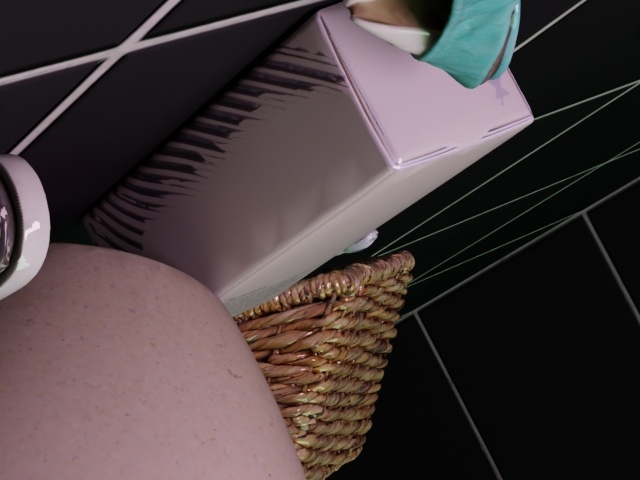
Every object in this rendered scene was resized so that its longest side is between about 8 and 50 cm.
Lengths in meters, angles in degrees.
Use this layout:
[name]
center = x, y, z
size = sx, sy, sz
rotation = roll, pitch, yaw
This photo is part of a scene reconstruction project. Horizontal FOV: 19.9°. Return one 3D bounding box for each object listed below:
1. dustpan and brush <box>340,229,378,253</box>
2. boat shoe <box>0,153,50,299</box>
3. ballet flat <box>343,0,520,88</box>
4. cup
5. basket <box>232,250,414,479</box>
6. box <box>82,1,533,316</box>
[dustpan and brush]
center = 0.000, 0.000, 1.520
size = 0.147, 0.060, 0.211
rotation = -25, 173, -21
[boat shoe]
center = -0.214, 0.027, 0.825
size = 0.068, 0.081, 0.227
rotation = -5, 157, -49
[ballet flat]
center = 0.051, -0.123, 0.773
size = 0.087, 0.083, 0.247
rotation = -2, 170, -6
[cup]
center = -0.142, 0.141, 0.982
size = 0.331, 0.237, 0.331
rotation = 3, 153, 2
[basket]
center = -0.059, 0.091, 1.697
size = 0.299, 0.213, 0.223
rotation = -17, 123, -74
[box]
center = -0.016, -0.038, 1.021
size = 0.113, 0.094, 0.275
rotation = -21, 171, -40
